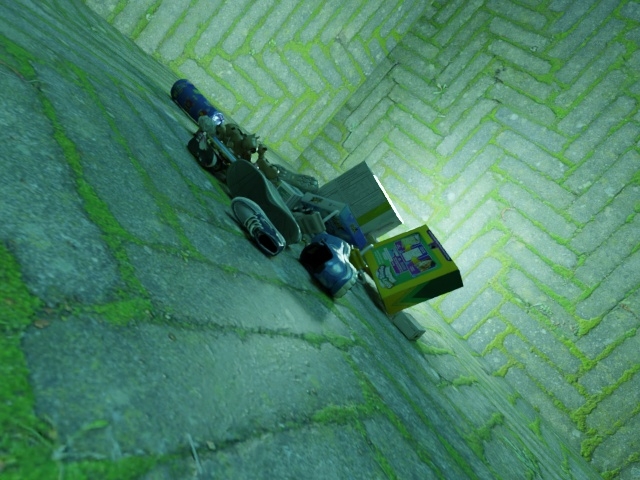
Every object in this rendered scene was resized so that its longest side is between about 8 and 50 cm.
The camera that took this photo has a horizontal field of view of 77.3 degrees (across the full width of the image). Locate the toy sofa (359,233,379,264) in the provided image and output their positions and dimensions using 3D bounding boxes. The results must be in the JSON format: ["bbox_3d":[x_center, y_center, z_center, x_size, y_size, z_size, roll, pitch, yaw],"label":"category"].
[{"bbox_3d":[0.326,0.133,1.948,0.362,0.177,0.150,45,22,18],"label":"toy sofa"}]

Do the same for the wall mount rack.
[{"bbox_3d":[0.093,0.037,1.669,0.350,0.130,0.304,46,-21,17],"label":"wall mount rack"}]

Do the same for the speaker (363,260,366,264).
[{"bbox_3d":[0.154,0.083,1.909,0.136,0.055,0.055,45,9,15],"label":"speaker"}]

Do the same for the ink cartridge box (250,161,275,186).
[{"bbox_3d":[-0.260,-0.345,2.135,0.275,0.060,0.239,49,10,37],"label":"ink cartridge box"}]

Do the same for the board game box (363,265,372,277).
[{"bbox_3d":[0.268,0.163,2.112,0.259,0.039,0.124,49,11,21],"label":"board game box"}]

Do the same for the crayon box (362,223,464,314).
[{"bbox_3d":[0.369,0.109,1.678,0.363,0.313,0.106,-104,169,-58],"label":"crayon box"}]

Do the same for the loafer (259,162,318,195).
[{"bbox_3d":[-0.164,-0.292,1.976,0.320,0.112,0.111,21,-28,6],"label":"loafer"}]

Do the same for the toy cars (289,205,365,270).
[{"bbox_3d":[0.000,0.000,1.506,0.394,0.087,0.176,44,-26,21],"label":"toy cars"}]

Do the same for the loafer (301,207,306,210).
[{"bbox_3d":[-0.061,-0.156,2.033,0.080,0.078,0.220,33,13,-49],"label":"loafer"}]

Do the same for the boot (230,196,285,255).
[{"bbox_3d":[-0.165,-0.039,1.035,0.190,0.069,0.086,44,6,-3],"label":"boot"}]

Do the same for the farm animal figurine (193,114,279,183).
[{"bbox_3d":[-0.318,-0.382,1.676,0.327,0.172,0.330,45,9,19],"label":"farm animal figurine"}]

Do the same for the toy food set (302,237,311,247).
[{"bbox_3d":[-0.027,0.043,1.432,0.122,0.019,0.078,52,10,7],"label":"toy food set"}]

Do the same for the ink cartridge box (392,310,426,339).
[{"bbox_3d":[0.344,0.331,1.548,0.099,0.056,0.135,47,9,28],"label":"ink cartridge box"}]

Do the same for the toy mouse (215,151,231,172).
[{"bbox_3d":[-0.368,-0.282,1.435,0.161,0.031,0.143,49,10,37],"label":"toy mouse"}]

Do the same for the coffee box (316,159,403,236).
[{"bbox_3d":[0.197,-0.164,2.116,0.334,0.338,0.338,62,12,12],"label":"coffee box"}]

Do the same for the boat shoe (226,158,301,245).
[{"bbox_3d":[-0.174,-0.115,1.244,0.320,0.118,0.103,48,3,9],"label":"boat shoe"}]

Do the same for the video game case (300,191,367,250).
[{"bbox_3d":[0.060,-0.083,1.794,0.244,0.061,0.269,21,-24,40],"label":"video game case"}]

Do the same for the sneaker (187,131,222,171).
[{"bbox_3d":[-0.381,-0.284,1.329,0.178,0.072,0.077,58,4,35],"label":"sneaker"}]

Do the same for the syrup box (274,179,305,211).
[{"bbox_3d":[-0.141,-0.193,1.803,0.093,0.096,0.237,43,7,11],"label":"syrup box"}]

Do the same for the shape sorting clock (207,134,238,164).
[{"bbox_3d":[-0.311,-0.276,1.362,0.206,0.040,0.206,47,2,-2],"label":"shape sorting clock"}]

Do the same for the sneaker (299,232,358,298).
[{"bbox_3d":[0.014,0.041,1.255,0.147,0.130,0.330,42,9,-21],"label":"sneaker"}]

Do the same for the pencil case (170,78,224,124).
[{"bbox_3d":[-0.585,-0.645,1.922,0.306,0.119,0.133,46,33,17],"label":"pencil case"}]
